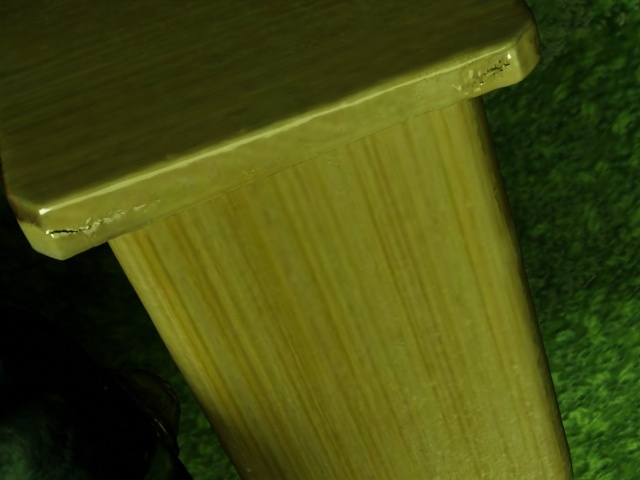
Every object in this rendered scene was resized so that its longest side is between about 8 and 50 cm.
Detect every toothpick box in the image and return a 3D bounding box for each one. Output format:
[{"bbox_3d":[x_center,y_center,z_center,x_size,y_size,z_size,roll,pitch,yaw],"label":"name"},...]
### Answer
[{"bbox_3d":[0.000,0.000,0.672,0.190,0.187,0.308,-22,136,-1],"label":"toothpick box"}]

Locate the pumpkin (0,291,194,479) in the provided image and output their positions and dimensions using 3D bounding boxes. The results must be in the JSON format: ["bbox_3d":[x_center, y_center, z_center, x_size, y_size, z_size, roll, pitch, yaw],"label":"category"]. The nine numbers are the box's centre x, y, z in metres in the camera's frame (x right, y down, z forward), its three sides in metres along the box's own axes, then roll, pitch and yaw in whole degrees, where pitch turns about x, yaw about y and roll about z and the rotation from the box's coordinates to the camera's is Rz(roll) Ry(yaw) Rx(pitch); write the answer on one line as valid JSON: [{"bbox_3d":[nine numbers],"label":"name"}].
[{"bbox_3d":[-0.154,0.146,0.665,0.238,0.315,0.315,-42,137,-23],"label":"pumpkin"}]
